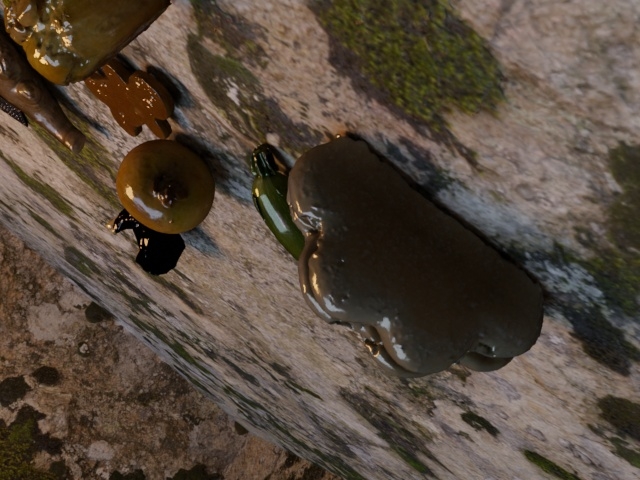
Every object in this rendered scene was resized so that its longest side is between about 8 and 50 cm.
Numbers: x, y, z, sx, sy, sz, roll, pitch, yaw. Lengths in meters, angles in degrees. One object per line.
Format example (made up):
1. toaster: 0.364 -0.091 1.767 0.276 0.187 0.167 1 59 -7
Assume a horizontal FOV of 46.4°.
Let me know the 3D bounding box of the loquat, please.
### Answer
1. loquat: -0.233 -0.081 1.131 0.163 0.137 0.163 49 165 17

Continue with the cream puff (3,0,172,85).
1. cream puff: -0.235 -0.248 0.748 0.129 0.189 0.189 51 156 -20

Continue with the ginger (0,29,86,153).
1. ginger: -0.526 -0.289 1.250 0.166 0.080 0.333 37 172 45

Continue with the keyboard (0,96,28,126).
1. keyboard: -0.696 -0.305 1.566 0.198 0.010 0.063 33 157 10

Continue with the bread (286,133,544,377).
1. bread: 0.088 0.039 0.829 0.337 0.183 0.102 38 151 -5

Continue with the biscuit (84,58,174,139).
1. biscuit: -0.262 -0.203 1.065 0.138 0.031 0.205 52 156 -24

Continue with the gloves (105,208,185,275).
1. gloves: -0.354 -0.015 1.500 0.203 0.124 0.164 46 148 46

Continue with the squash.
1. squash: -0.003 0.001 1.038 0.318 0.080 0.071 47 -165 -22

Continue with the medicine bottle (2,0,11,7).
1. medicine bottle: -0.354 -0.346 0.868 0.095 0.064 0.260 36 158 3
